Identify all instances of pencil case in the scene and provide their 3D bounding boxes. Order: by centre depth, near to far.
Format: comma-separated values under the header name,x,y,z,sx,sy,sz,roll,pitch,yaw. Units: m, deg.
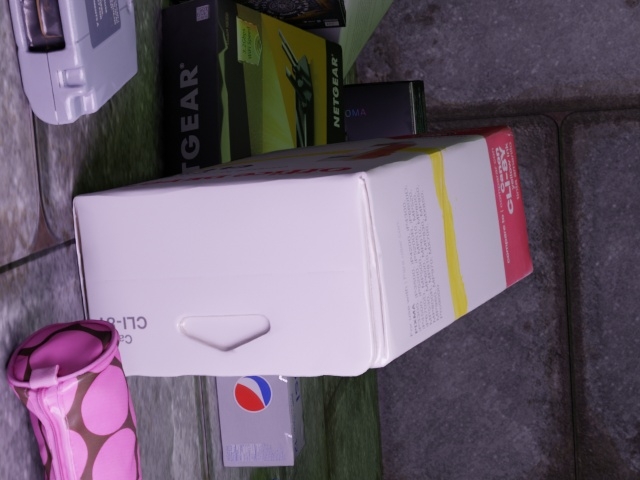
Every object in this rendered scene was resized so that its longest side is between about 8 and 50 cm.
name,x,y,z,sx,sy,sz,roll,pitch,yaw
pencil case,-0.172,0.167,1.021,0.098,0.095,0.209,-45,131,-58

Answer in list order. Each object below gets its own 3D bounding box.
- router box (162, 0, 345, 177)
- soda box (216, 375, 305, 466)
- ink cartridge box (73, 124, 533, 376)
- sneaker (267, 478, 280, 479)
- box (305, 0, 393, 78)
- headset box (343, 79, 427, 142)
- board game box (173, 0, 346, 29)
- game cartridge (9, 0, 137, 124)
name,x,y,z,sx,sy,sz,roll,pitch,yaw
router box,-0.068,-0.093,1.568,0.243,0.081,0.308,11,74,-55
soda box,-0.078,0.127,1.717,0.098,0.091,0.286,-44,130,-78
ink cartridge box,0.000,0.000,1.278,0.385,0.279,0.160,-22,107,-64
sneaker,-0.072,0.370,1.778,0.126,0.091,0.240,64,7,15
box,0.016,-0.383,1.791,0.215,0.168,0.345,100,16,-49
headset box,0.025,-0.159,2.026,0.283,0.246,0.131,-47,132,-81
board game box,-0.070,-0.274,1.584,0.126,0.186,0.026,69,19,-68
game cartridge,-0.202,-0.258,1.105,0.198,0.062,0.297,-84,169,-71
